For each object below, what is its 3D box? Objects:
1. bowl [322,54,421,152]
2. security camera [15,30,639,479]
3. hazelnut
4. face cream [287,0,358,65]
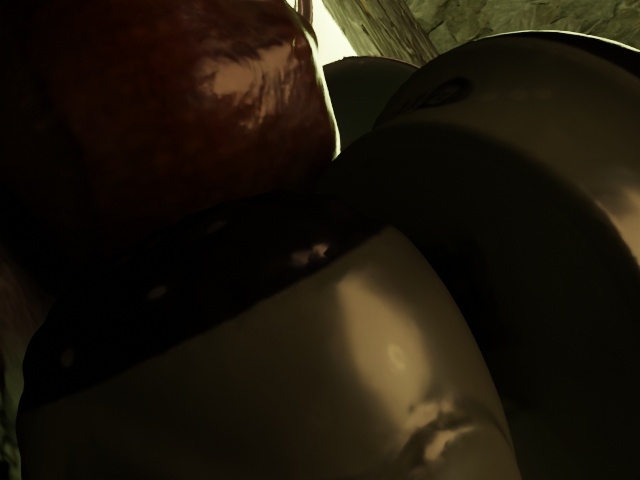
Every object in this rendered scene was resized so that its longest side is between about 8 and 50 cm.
[{"bbox_3d":[0.000,0.000,0.953,0.086,0.189,0.189,3,-45,52],"label":"bowl"},{"bbox_3d":[0.024,0.053,0.629,0.277,0.197,0.191,-30,98,-40],"label":"security camera"},{"bbox_3d":[-0.066,-0.055,0.740,0.154,0.143,0.143,66,12,13],"label":"hazelnut"},{"bbox_3d":[-0.032,-0.094,1.017,0.102,0.102,0.345,64,6,17],"label":"face cream"}]
